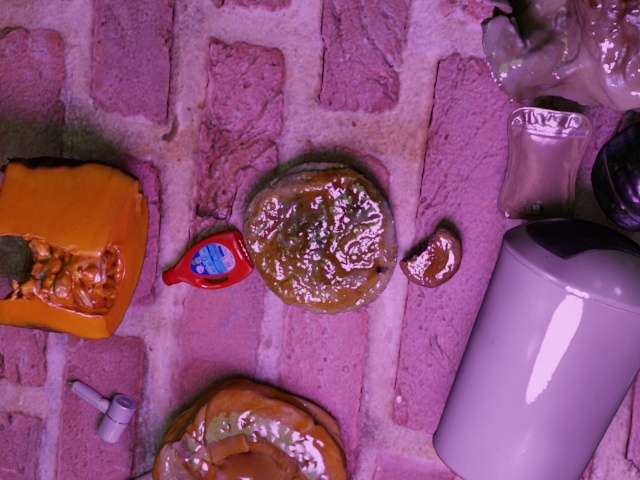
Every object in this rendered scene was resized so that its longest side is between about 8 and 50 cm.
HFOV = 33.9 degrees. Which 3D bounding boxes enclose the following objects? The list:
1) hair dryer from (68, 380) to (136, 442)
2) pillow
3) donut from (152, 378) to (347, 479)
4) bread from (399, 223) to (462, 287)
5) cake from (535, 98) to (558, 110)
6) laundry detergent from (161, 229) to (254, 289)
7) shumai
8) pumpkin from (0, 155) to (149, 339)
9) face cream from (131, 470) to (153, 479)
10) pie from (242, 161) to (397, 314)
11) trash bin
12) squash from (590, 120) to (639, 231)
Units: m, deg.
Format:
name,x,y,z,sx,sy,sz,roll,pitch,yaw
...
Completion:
name,x,y,z,sx,sy,sz,roll,pitch,yaw
hair dryer,-0.417,0.309,1.965,0.137,0.047,0.082,33,106,10
pillow,0.348,-0.114,1.653,0.130,0.033,0.218,9,131,8
donut,-0.127,0.419,1.864,0.360,0.170,0.361,1,97,8
bread,0.194,0.032,1.772,0.113,0.060,0.082,-39,91,18
cake,0.358,-0.130,1.683,0.079,0.116,0.185,18,99,6
laundry detergent,-0.204,0.047,1.867,0.165,0.049,0.097,-23,99,18
shumai,0.409,-0.352,1.544,0.348,0.395,0.395,-3,101,35
pumpkin,-0.431,0.006,1.801,0.225,0.256,0.303,13,127,4
face cream,-0.408,0.531,1.995,0.341,0.084,0.137,-20,99,6
pie,0.000,0.000,1.798,0.276,0.078,0.277,3,102,13
trash bin,0.365,0.177,1.659,0.280,0.280,0.432,22,108,7
squash,0.522,-0.098,1.602,0.218,0.218,0.172,-41,57,16
